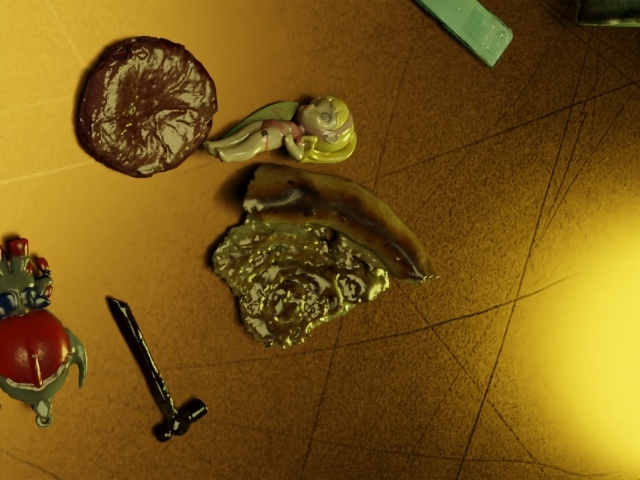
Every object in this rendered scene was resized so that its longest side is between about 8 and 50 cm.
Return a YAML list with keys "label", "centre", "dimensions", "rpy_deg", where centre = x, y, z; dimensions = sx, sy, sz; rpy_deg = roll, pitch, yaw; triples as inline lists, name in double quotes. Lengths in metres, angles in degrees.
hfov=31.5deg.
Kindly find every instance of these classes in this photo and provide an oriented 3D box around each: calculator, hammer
- label: "calculator"
  centre: [0.162, -0.275, 1.346]
  dimensions: [0.172, 0.018, 0.057]
  rpy_deg: [35, 80, -29]
- label: "hammer"
  centre: [-0.184, 0.134, 1.233]
  dimensions: [0.065, 0.021, 0.178]
  rpy_deg: [-31, 109, -21]

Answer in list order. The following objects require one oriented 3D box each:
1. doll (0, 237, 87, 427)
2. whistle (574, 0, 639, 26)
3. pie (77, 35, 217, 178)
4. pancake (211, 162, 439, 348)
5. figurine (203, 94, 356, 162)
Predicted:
- label: "doll"
  centre: [-0.299, 0.096, 1.141]
  dimensions: [0.104, 0.062, 0.194]
  rpy_deg: [-18, 100, -43]
- label: "whistle"
  centre: [0.519, -0.276, 1.454]
  dimensions: [0.405, 0.168, 0.188]
  rpy_deg: [24, 87, -30]
- label: "pie"
  centre: [-0.177, -0.136, 1.176]
  dimensions: [0.154, 0.038, 0.153]
  rpy_deg: [-6, 104, -26]
- label: "pancake"
  centre: [0.000, 0.000, 1.285]
  dimensions: [0.257, 0.056, 0.212]
  rpy_deg: [-25, 110, -23]
- label: "figurine"
  centre: [-0.038, -0.110, 1.242]
  dimensions: [0.187, 0.083, 0.083]
  rpy_deg: [-18, 107, -31]
